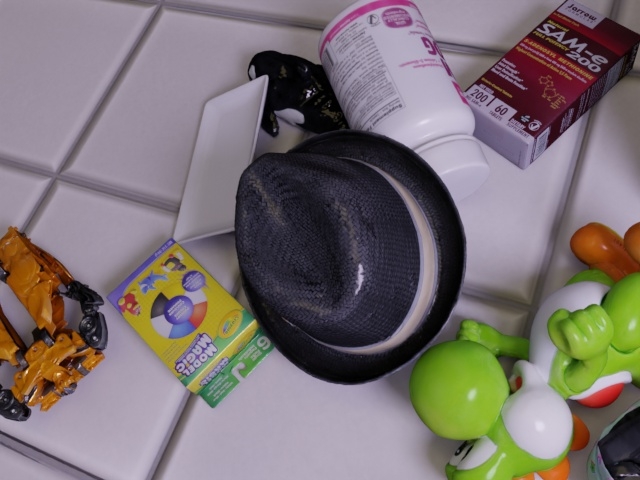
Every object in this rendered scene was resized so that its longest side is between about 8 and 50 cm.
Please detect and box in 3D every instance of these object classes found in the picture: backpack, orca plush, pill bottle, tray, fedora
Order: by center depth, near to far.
[{"bbox_3d":[0.369,0.229,0.649,0.181,0.115,0.152,-22,43,-13],"label":"backpack"},{"bbox_3d":[0.000,0.000,0.739,0.333,0.152,0.334,-7,74,27],"label":"fedora"},{"bbox_3d":[0.116,-0.187,0.882,0.160,0.160,0.283,-22,71,2],"label":"pill bottle"},{"bbox_3d":[-0.146,-0.121,0.971,0.145,0.030,0.271,-12,59,36],"label":"tray"},{"bbox_3d":[-0.028,-0.221,0.973,0.151,0.102,0.287,-28,62,-1],"label":"orca plush"}]

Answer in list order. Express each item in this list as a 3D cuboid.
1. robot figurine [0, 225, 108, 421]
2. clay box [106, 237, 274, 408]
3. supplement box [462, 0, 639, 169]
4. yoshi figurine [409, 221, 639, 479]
[{"bbox_3d":[-0.421,0.118,0.907,0.211,0.085,0.291,-43,62,-9],"label":"robot figurine"},{"bbox_3d":[-0.179,0.111,0.872,0.222,0.053,0.127,39,76,26],"label":"clay box"},{"bbox_3d":[0.329,-0.230,0.913,0.239,0.073,0.130,-42,62,-10],"label":"supplement box"},{"bbox_3d":[0.239,0.115,0.709,0.362,0.203,0.203,-47,49,-9],"label":"yoshi figurine"}]
